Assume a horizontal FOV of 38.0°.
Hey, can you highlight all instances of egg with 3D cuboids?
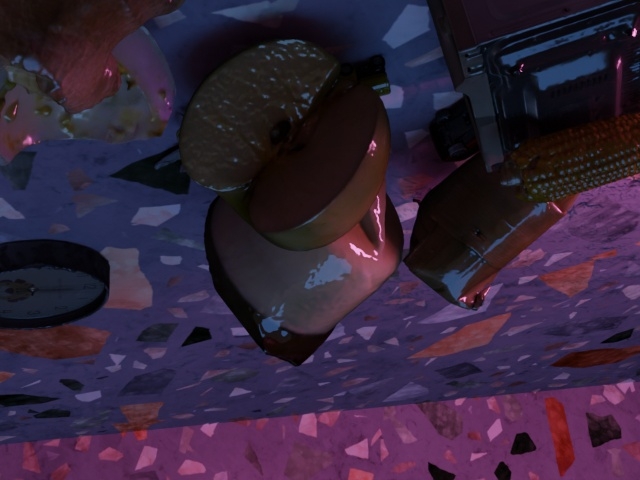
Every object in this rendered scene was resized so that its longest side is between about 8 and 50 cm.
[{"bbox_3d":[-0.346,-0.212,1.185,0.271,0.206,0.162,-17,-166,-35],"label":"egg"}]

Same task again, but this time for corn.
[{"bbox_3d":[0.372,-0.117,1.284,0.262,0.097,0.097,-15,155,-1],"label":"corn"}]

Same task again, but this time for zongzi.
[{"bbox_3d":[0.340,-0.120,1.657,0.447,0.418,0.181,-42,104,15],"label":"zongzi"}]

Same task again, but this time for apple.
[{"bbox_3d":[-0.039,-0.134,1.352,0.257,0.295,0.233,-51,169,-4],"label":"apple"}]

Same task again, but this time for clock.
[{"bbox_3d":[-0.574,0.095,1.851,0.313,0.061,0.312,-9,155,-5],"label":"clock"}]

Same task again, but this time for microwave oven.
[{"bbox_3d":[0.314,-0.272,1.293,0.287,0.218,0.355,-15,155,9],"label":"microwave oven"}]

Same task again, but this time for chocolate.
[{"bbox_3d":[0.000,0.000,1.600,0.297,0.326,0.314,-26,-167,31],"label":"chocolate"}]

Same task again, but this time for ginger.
[{"bbox_3d":[-0.264,-0.260,1.050,0.276,0.130,0.221,-28,126,-18],"label":"ginger"}]

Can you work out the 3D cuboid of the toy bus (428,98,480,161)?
[{"bbox_3d":[0.281,-0.208,1.580,0.089,0.081,0.195,-1,154,-44],"label":"toy bus"}]

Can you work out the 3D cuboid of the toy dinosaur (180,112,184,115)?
[{"bbox_3d":[-0.168,-0.190,1.469,0.041,0.026,0.113,-16,165,39],"label":"toy dinosaur"}]

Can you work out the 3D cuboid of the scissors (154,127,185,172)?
[{"bbox_3d":[-0.204,-0.149,1.525,0.134,0.019,0.187,4,161,-38],"label":"scissors"}]

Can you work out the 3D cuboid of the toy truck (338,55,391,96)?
[{"bbox_3d":[0.064,-0.243,1.433,0.083,0.054,0.049,-13,155,3],"label":"toy truck"}]
